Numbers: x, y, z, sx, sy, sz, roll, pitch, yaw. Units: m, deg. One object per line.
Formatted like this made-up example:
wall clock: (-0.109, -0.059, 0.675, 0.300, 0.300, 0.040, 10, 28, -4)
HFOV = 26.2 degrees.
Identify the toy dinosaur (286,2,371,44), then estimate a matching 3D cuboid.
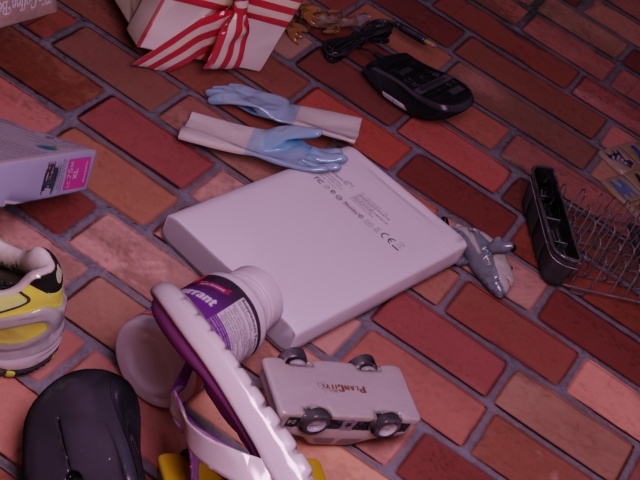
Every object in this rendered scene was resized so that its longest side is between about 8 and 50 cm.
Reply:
toy dinosaur: (-0.028, -0.360, 2.191, 0.211, 0.064, 0.112, 18, 26, 5)

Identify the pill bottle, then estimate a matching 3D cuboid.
pill bottle: (-0.129, 0.100, 1.545, 0.108, 0.108, 0.193, 39, 39, 16)

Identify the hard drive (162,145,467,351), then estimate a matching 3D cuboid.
hard drive: (0.000, 0.000, 1.779, 0.233, 0.047, 0.353, 41, 40, 22)

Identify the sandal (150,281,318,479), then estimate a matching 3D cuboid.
sandal: (-0.077, 0.208, 1.297, 0.102, 0.169, 0.416, -32, 63, -10)

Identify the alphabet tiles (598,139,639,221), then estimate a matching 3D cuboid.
alphabet tiles: (0.614, -0.046, 2.216, 0.285, 0.011, 0.342, -15, 54, -41)

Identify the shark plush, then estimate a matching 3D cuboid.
shark plush: (0.200, 0.011, 1.883, 0.161, 0.073, 0.067, 38, 69, 7)

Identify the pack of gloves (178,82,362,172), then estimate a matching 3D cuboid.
pack of gloves: (-0.061, -0.172, 1.909, 0.232, 0.046, 0.195, 15, 32, 2)

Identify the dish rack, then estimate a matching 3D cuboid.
dish rack: (0.427, 0.006, 1.999, 0.271, 0.074, 0.208, 14, 40, -16)

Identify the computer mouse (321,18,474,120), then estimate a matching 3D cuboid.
computer mouse: (0.144, -0.262, 2.164, 0.262, 0.060, 0.184, 30, 41, 24)

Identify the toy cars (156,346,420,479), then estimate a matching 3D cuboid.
toy cars: (-0.037, 0.230, 1.473, 0.176, 0.087, 0.393, 39, 36, 8)

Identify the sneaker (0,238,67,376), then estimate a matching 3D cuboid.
sneaker: (-0.446, 0.012, 1.436, 0.384, 0.147, 0.145, 16, 41, -11)

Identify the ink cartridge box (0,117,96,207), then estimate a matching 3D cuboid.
ink cartridge box: (-0.405, -0.092, 1.530, 0.185, 0.065, 0.311, 18, 11, 15)

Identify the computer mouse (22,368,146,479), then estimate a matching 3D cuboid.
computer mouse: (-0.225, 0.215, 1.329, 0.072, 0.188, 0.272, 56, 6, -43)

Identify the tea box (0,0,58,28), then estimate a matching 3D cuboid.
tea box: (-0.524, -0.331, 1.564, 0.323, 0.220, 0.329, -1, 16, 16)

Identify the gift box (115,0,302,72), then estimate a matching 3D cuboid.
gift box: (-0.178, -0.396, 1.981, 0.276, 0.255, 0.258, 0, 43, -38)
